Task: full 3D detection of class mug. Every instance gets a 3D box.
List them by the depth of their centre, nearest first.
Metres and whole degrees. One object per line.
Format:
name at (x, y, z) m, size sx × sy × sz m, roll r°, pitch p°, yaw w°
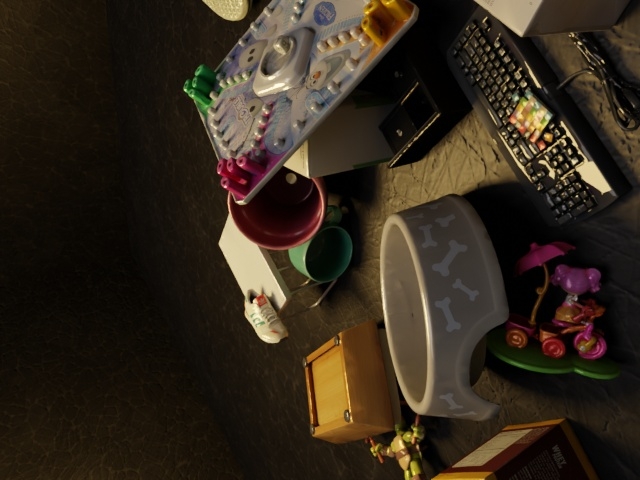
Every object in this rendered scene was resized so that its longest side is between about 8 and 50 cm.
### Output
mug at (0.002, 0.009, 1.139) m, size 0.097 × 0.158 × 0.129 m, roll 25°, pitch 158°, yaw 52°

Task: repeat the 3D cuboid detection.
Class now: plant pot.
plant pot at (-0.079, -0.105, 1.079) m, size 0.180 × 0.201 × 0.202 m, roll -76°, pitch -15°, yaw -65°

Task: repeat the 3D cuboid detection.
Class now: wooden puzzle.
wooden puzzle at (0.274, -0.159, 0.652) m, size 0.083 × 0.006 × 0.049 m, roll 57°, pitch 153°, yaw 27°

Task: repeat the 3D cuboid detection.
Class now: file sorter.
file sorter at (-0.108, 0.049, 1.275) m, size 0.278 × 0.173 × 0.193 m, roll 60°, pitch 146°, yaw 20°

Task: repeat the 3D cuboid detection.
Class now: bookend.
bookend at (0.142, -0.229, 0.823) m, size 0.157 × 0.072 × 0.156 m, roll 65°, pitch 149°, yaw 13°

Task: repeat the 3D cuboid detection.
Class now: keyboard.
keyboard at (0.288, -0.183, 0.649) m, size 0.317 × 0.033 × 0.201 m, roll 63°, pitch 148°, yaw 14°

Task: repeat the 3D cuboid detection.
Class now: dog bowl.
dog bowl at (0.172, 0.106, 0.784) m, size 0.349 × 0.102 × 0.349 m, roll 174°, pitch 90°, yaw -87°

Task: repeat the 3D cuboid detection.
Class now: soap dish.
soap dish at (0.059, 0.330, 1.144) m, size 0.291 × 0.118 × 0.229 m, roll 128°, pitch 139°, yaw -56°

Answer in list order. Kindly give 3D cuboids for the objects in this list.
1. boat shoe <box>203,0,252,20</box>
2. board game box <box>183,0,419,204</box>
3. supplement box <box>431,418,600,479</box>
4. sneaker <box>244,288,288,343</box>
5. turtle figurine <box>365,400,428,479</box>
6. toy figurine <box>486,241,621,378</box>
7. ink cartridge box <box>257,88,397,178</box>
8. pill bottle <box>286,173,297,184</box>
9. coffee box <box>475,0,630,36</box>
boat shoe at (-0.277, -0.759, 1.166) m, size 0.186 × 0.156 × 0.501 m, roll -24°, pitch 96°, yaw 55°
board game box at (-0.074, -0.312, 0.858) m, size 0.390 × 0.050 × 0.390 m, roll -45°, pitch 45°, yaw 16°
supplement box at (0.311, 0.402, 0.749) m, size 0.192 × 0.194 × 0.129 m, roll 65°, pitch 149°, yaw 13°
sneaker at (-0.130, 0.169, 1.150) m, size 0.161 × 0.057 × 0.076 m, roll 37°, pitch 140°, yaw 46°
turtle figurine at (0.186, 0.476, 1.095) m, size 0.270 × 0.087 × 0.218 m, roll 122°, pitch 141°, yaw -48°
toy figurine at (0.320, 0.083, 0.675) m, size 0.173 × 0.130 × 0.160 m, roll 12°, pitch 108°, yaw 32°
ink cartridge box at (-0.016, -0.224, 0.954) m, size 0.278 × 0.201 × 0.117 m, roll 33°, pitch 130°, yaw 48°
pill bottle at (-0.134, -0.216, 1.245) m, size 0.194 × 0.108 × 0.108 m, roll 58°, pitch 147°, yaw 24°
coffee box at (0.203, -0.362, 0.561) m, size 0.297 × 0.168 × 0.119 m, roll 56°, pitch 146°, yaw 28°
